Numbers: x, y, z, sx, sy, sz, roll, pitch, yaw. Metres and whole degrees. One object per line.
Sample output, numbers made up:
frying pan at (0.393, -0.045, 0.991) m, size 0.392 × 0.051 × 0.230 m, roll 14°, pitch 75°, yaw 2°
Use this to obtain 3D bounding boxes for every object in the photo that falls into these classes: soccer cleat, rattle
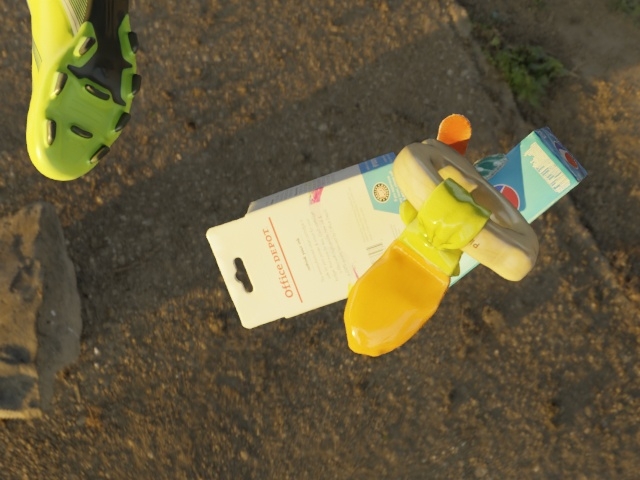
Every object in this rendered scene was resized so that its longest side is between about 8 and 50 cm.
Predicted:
soccer cleat at (-0.237, -0.196, 0.722) m, size 0.121 × 0.093 × 0.289 m, roll -1°, pitch 81°, yaw 39°
rattle at (0.089, -0.010, 0.602) m, size 0.130 × 0.143 × 0.200 m, roll 15°, pitch 25°, yaw -11°

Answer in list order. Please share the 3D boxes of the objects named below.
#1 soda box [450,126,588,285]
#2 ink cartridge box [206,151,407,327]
soda box at (0.167, -0.022, 0.776) m, size 0.067 × 0.210 × 0.071 m, roll 52°, pitch 28°, yaw 8°
ink cartridge box at (0.000, 0.000, 0.690) m, size 0.181 × 0.061 × 0.104 m, roll -19°, pitch 105°, yaw 5°
